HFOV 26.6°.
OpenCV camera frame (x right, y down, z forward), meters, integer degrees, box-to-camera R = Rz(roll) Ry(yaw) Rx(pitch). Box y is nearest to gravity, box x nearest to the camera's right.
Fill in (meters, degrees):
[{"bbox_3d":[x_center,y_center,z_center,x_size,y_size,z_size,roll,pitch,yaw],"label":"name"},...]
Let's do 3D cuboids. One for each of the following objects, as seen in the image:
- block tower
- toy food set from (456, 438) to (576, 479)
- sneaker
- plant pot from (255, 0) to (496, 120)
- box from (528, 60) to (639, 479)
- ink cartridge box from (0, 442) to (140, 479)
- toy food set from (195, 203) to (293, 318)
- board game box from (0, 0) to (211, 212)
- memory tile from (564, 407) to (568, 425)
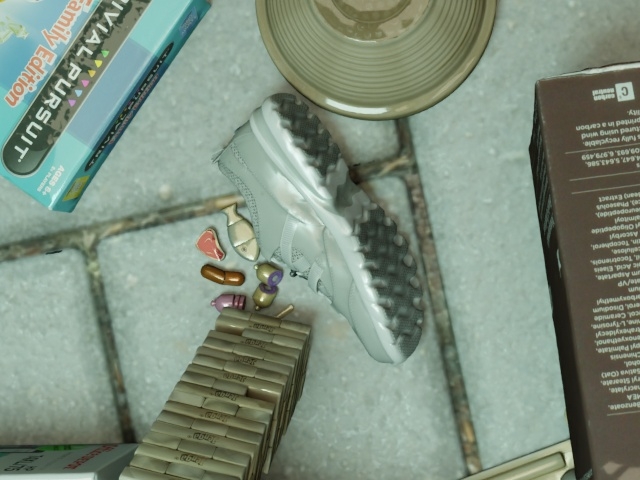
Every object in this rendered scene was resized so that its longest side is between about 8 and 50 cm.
[{"bbox_3d":[-0.087,0.168,1.176,0.097,0.335,0.091,12,114,5],"label":"block tower"},{"bbox_3d":[0.180,0.330,1.276,0.306,0.092,0.220,-21,87,5],"label":"toy food set"},{"bbox_3d":[0.000,0.000,1.309,0.115,0.105,0.281,-32,87,30],"label":"sneaker"},{"bbox_3d":[0.050,-0.237,1.285,0.237,0.110,0.237,0,89,6],"label":"plant pot"},{"bbox_3d":[0.273,0.058,1.182,0.143,0.191,0.381,-8,74,4],"label":"box"},{"bbox_3d":[-0.313,0.300,1.267,0.270,0.198,0.197,-2,89,4],"label":"ink cartridge box"},{"bbox_3d":[-0.083,0.033,1.338,0.078,0.019,0.122,-34,87,4],"label":"toy food set"},{"bbox_3d":[-0.319,-0.226,1.332,0.336,0.079,0.254,34,93,5],"label":"board game box"},{"bbox_3d":[0.287,0.112,1.280,0.113,0.012,0.148,1,66,5],"label":"memory tile"}]
